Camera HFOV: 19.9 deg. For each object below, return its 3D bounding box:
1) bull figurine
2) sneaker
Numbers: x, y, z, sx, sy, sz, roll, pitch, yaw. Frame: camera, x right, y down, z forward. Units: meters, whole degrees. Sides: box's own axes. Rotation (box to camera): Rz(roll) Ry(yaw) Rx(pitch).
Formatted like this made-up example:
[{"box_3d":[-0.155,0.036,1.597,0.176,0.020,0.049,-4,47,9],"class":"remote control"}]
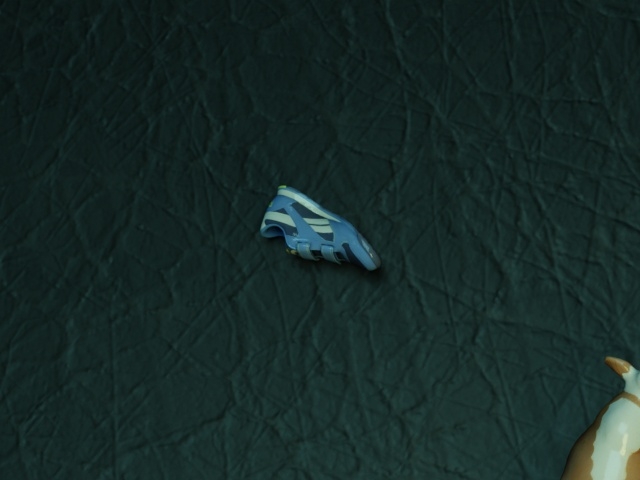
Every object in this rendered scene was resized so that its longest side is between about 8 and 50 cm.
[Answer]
[{"box_3d":[0.262,0.252,1.660,0.101,0.188,0.310,19,72,15],"class":"bull figurine"},{"box_3d":[0.000,0.000,1.883,0.144,0.053,0.059,30,75,28],"class":"sneaker"}]
